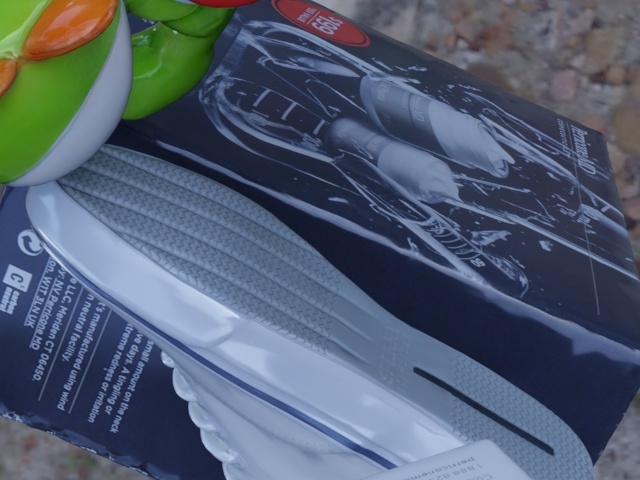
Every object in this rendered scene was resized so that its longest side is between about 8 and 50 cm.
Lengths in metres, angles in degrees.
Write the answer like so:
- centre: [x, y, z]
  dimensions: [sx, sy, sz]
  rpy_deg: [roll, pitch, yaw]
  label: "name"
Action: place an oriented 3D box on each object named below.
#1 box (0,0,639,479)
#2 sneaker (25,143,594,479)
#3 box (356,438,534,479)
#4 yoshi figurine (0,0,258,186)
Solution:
- centre: [0.000, 0.000, 0.851]
  dimensions: [0.312, 0.343, 0.179]
  rpy_deg: [24, 113, -4]
  label: "box"
- centre: [-0.017, 0.061, 0.595]
  dimensions: [0.258, 0.094, 0.091]
  rpy_deg: [35, 116, -3]
  label: "sneaker"
- centre: [0.039, 0.143, 0.313]
  dimensions: [0.170, 0.091, 0.130]
  rpy_deg: [-138, 35, -65]
  label: "box"
- centre: [-0.075, -0.135, 0.552]
  dimensions: [0.362, 0.203, 0.204]
  rpy_deg: [-34, 83, -5]
  label: "yoshi figurine"
